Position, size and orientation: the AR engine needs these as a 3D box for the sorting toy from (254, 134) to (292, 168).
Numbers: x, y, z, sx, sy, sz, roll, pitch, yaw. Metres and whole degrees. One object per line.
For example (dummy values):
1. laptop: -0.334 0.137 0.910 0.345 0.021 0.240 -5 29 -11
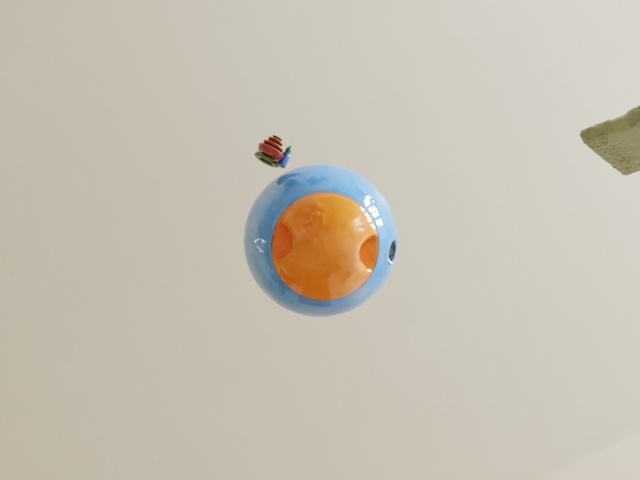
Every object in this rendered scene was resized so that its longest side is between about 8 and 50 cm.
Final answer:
1. sorting toy: -0.083 -0.163 0.903 0.061 0.102 0.042 27 -97 -10

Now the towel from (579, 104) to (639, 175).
1. towel: 0.443 -0.137 0.691 0.148 0.110 0.027 19 -114 -30

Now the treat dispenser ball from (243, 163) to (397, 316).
1. treat dispenser ball: 0.000 0.000 0.947 0.288 0.288 0.288 0 -90 1
